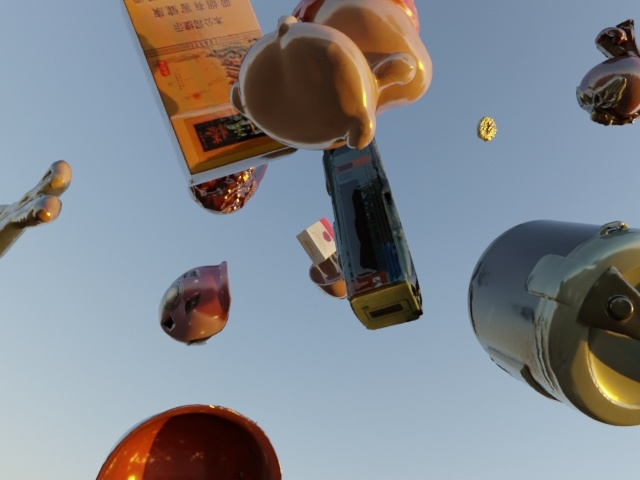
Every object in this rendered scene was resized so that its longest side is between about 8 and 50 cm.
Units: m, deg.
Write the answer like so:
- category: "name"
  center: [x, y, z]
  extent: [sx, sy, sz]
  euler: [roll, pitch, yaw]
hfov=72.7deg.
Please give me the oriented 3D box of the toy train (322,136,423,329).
- category: "toy train"
  center: [0.050, -0.077, 0.605]
  extent: [0.089, 0.410, 0.086]
  euler: [-19, -42, 12]

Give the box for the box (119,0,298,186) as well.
- category: "box"
  center: [-0.156, -0.237, 0.634]
  extent: [0.274, 0.174, 0.076]
  euler: [69, -20, 0]

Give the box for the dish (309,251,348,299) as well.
- category: "dish"
  center: [0.075, 0.097, 1.272]
  extent: [0.213, 0.213, 0.091]
  euler: [-13, -63, 26]

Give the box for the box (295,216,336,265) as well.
- category: "box"
  center: [0.000, 0.000, 1.224]
  extent: [0.048, 0.152, 0.100]
  euler: [-31, -88, 24]

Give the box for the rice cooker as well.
- category: "rice cooker"
  center: [0.464, 0.132, 0.763]
  extent: [0.334, 0.325, 0.336]
  euler: [-2, -83, -13]

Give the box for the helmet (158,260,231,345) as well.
- category: "helmet"
  center: [-0.339, 0.166, 1.141]
  extent: [0.154, 0.199, 0.253]
  euler: [5, -42, -25]

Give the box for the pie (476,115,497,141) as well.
- category: "pie"
  center: [0.535, -0.360, 1.398]
  extent: [0.084, 0.084, 0.020]
  euler: [47, -13, -28]

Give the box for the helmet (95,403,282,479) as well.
- category: "helmet"
  center: [-0.304, 0.510, 0.921]
  extent: [0.384, 0.338, 0.230]
  euler: [10, -15, -37]

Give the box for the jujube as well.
- category: "jujube"
  center: [-0.356, -0.280, 1.712]
  extent: [0.276, 0.377, 0.276]
  euler: [40, -8, 7]

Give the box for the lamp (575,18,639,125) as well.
- category: "lamp"
  center: [0.721, -0.394, 1.071]
  extent: [0.215, 0.223, 0.151]
  euler: [44, -18, 2]

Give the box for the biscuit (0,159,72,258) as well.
- category: "biscuit"
  center: [-0.550, -0.047, 0.805]
  extent: [0.207, 0.164, 0.047]
  euler: [-30, -47, 16]

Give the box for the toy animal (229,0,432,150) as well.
- category: "toy animal"
  center: [0.019, -0.183, 0.454]
  extent: [0.171, 0.198, 0.171]
  euler: [23, -36, 18]
